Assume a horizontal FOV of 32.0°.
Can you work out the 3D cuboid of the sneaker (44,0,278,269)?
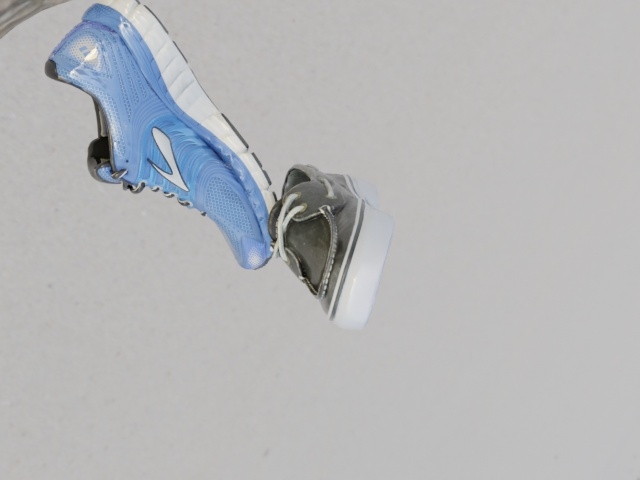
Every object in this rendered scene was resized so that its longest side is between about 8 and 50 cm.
[{"bbox_3d":[-0.166,-0.091,1.176,0.147,0.130,0.330,-40,111,-9],"label":"sneaker"}]

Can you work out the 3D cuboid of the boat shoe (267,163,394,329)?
[{"bbox_3d":[0.000,0.000,1.164,0.335,0.119,0.121,-102,-151,-75],"label":"boat shoe"}]

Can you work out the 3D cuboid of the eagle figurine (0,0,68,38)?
[{"bbox_3d":[-0.184,-0.155,0.268,0.298,0.225,0.226,54,20,-19],"label":"eagle figurine"}]
